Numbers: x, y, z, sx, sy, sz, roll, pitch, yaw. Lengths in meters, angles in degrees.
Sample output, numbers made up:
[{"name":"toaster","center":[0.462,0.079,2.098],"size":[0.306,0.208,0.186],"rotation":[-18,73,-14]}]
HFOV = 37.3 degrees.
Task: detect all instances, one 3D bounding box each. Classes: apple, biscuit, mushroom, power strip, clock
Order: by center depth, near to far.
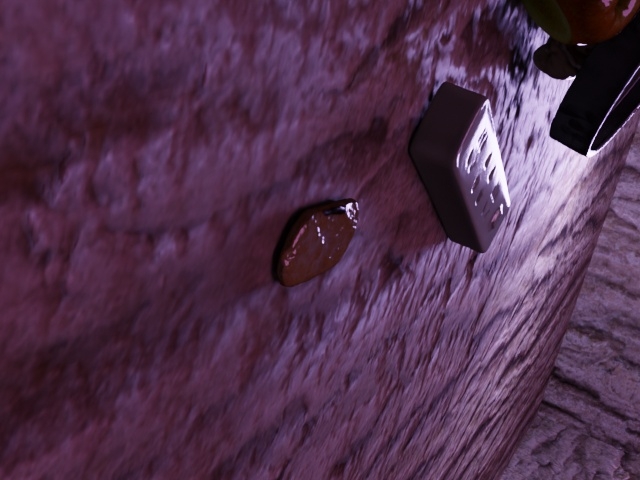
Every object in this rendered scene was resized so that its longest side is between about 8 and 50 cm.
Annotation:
[{"name":"biscuit","center":[0.000,0.000,0.838],"size":[0.147,0.018,0.071],"rotation":[-23,134,-64]},{"name":"apple","center":[0.309,-0.313,1.140],"size":[0.163,0.147,0.146],"rotation":[-45,148,-22]},{"name":"power strip","center":[0.182,-0.071,1.167],"size":[0.091,0.062,0.385],"rotation":[-62,159,-8]},{"name":"clock","center":[0.442,-0.258,1.325],"size":[0.319,0.066,0.319],"rotation":[-45,162,-19]},{"name":"mushroom","center":[0.444,-0.356,1.463],"size":[0.397,0.126,0.177],"rotation":[-37,166,-52]}]
